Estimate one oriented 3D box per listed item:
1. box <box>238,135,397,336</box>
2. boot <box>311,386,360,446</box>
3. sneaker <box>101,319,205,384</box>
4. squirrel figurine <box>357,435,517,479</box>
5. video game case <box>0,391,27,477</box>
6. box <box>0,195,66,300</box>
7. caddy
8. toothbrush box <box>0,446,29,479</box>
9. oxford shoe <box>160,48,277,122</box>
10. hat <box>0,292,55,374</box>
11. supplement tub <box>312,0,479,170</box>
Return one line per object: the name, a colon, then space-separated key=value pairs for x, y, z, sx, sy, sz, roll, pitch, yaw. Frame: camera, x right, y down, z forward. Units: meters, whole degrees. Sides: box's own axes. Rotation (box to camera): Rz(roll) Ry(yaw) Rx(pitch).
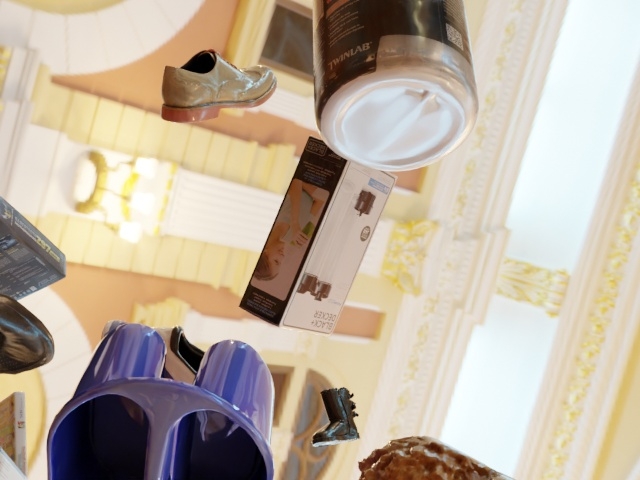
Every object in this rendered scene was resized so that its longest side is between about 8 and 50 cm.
box: x=0.000 y=0.000 z=1.390 sx=0.087 sy=0.169 sz=0.290 roll=24 pitch=-89 yaw=32
boot: x=0.021 y=0.321 z=1.603 sx=0.045 sy=0.121 sz=0.099 roll=-31 pitch=-114 yaw=41
sneaker: x=-0.231 y=0.272 z=1.391 sx=0.182 sy=0.127 sz=0.316 roll=-8 pitch=-83 yaw=8
squirrel figurine: x=0.143 y=0.438 z=0.975 sx=0.371 sy=0.397 sz=0.281 roll=-62 pitch=-179 yaw=-7
video game case: x=-0.599 y=0.410 z=1.657 sx=0.227 sy=0.026 sz=0.206 roll=-31 pitch=-119 yaw=50
box: x=-0.574 y=0.041 z=1.462 sx=0.232 sy=0.183 sz=0.059 roll=-26 pitch=-132 yaw=9
caddy: x=-0.174 y=0.259 z=0.978 sx=0.179 sy=0.241 sz=0.341 roll=-82 pitch=-177 yaw=-56
toothbrush box: x=-0.619 y=0.374 z=1.322 sx=0.216 sy=0.295 sz=0.126 roll=97 pitch=1 yaw=-60
oxford shoe: x=-0.205 y=-0.347 z=1.878 sx=0.123 sy=0.348 sz=0.130 roll=13 pitch=-64 yaw=28
hat: x=-0.496 y=0.074 z=1.097 sx=0.331 sy=0.331 sz=0.134 roll=-34 pitch=-127 yaw=39
supplement tub: x=0.092 y=-0.279 z=1.166 sx=0.207 sy=0.207 sz=0.338 roll=-34 pitch=-136 yaw=39
